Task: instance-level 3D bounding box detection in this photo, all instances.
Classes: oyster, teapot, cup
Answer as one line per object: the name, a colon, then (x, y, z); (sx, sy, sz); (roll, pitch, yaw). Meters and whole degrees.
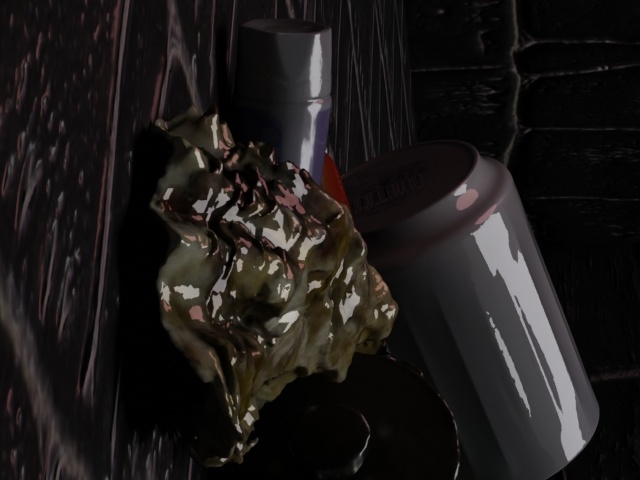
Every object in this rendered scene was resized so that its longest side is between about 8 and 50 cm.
oyster: (-0.037, 0.033, 1.176); (0.351, 0.114, 0.238); (24, 63, -65)
teapot: (0.012, 0.256, 1.384); (0.270, 0.200, 0.337); (-53, 153, -25)
cup: (0.107, 0.078, 1.895); (0.237, 0.323, 0.327); (-38, 115, -30)

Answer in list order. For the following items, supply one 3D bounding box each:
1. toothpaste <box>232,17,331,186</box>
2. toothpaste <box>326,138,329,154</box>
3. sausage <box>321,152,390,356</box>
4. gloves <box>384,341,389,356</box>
toothpaste: (-0.035, 0.008, 1.448); (0.125, 0.080, 0.371); (-88, 180, -73)
toothpaste: (-0.008, -0.089, 1.864); (0.218, 0.041, 0.064); (-24, 123, -86)
sausage: (0.000, 0.000, 1.580); (0.083, 0.083, 0.264); (81, -4, -48)
gloves: (0.004, 0.135, 1.690); (0.142, 0.119, 0.285); (-61, 178, 2)
